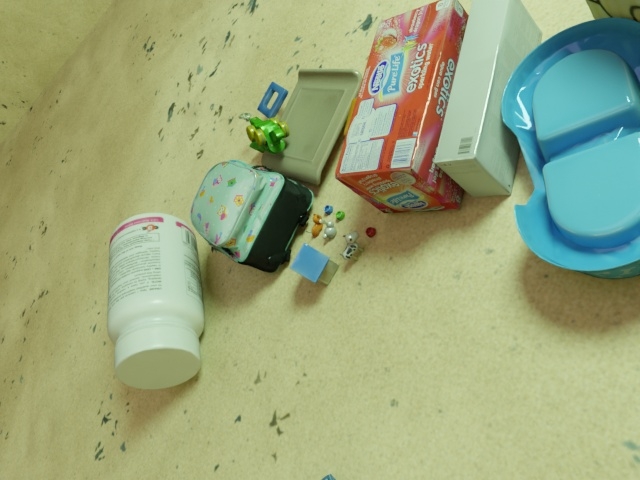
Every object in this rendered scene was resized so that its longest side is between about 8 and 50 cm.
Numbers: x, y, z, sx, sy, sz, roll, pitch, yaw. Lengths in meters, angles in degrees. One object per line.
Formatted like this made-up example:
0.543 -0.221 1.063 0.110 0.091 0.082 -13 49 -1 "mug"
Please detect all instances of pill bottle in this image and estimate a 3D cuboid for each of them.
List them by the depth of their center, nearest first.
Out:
-0.290 0.102 0.977 0.160 0.160 0.283 -37 46 23 "pill bottle"

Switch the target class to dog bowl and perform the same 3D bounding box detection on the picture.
0.291 -0.095 0.585 0.166 0.074 0.297 -20 56 36 "dog bowl"

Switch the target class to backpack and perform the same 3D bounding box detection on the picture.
-0.130 -0.050 0.925 0.188 0.144 0.166 25 92 52 "backpack"

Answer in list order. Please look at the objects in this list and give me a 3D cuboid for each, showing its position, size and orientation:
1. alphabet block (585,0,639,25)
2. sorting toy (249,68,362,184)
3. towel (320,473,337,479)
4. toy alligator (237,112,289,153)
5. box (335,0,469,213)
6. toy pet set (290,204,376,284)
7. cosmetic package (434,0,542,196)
0.375 -0.303 0.529 0.193 0.197 0.192 -46 42 14 "alphabet block"
-0.011 -0.197 0.962 0.347 0.047 0.196 23 91 51 "sorting toy"
0.017 0.340 0.639 0.067 0.029 0.119 -50 43 13 "towel"
-0.101 -0.188 0.989 0.056 0.051 0.189 -23 29 -18 "toy alligator"
0.131 -0.175 0.750 0.128 0.122 0.257 0 67 44 "box"
0.000 0.000 0.823 0.122 0.065 0.114 29 89 49 "toy pet set"
0.213 -0.183 0.695 0.060 0.099 0.239 -1 66 47 "cosmetic package"
